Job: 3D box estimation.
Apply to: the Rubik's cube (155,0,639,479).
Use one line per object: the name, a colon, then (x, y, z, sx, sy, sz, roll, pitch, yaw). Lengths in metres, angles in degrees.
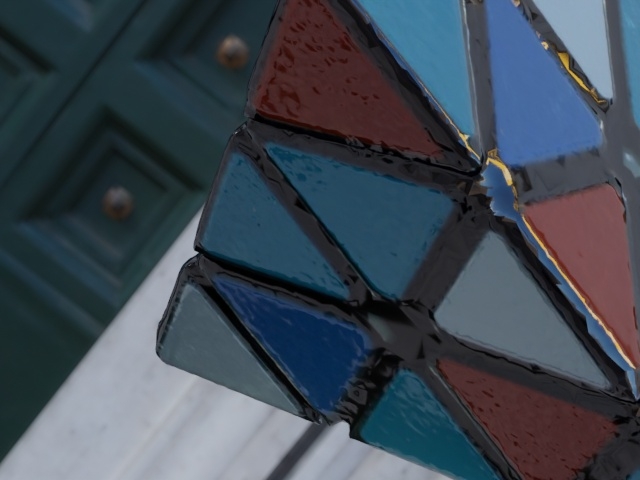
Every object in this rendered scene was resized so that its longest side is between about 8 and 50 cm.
Rubik's cube: (0.000, 0.000, 0.680, 0.250, 0.234, 0.284, 22, 55, -45)
